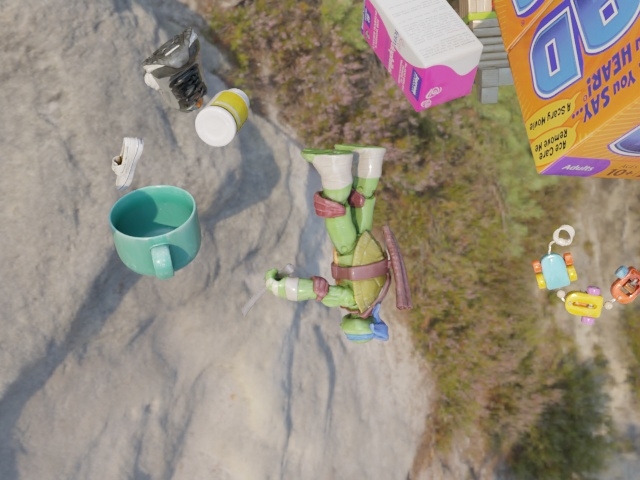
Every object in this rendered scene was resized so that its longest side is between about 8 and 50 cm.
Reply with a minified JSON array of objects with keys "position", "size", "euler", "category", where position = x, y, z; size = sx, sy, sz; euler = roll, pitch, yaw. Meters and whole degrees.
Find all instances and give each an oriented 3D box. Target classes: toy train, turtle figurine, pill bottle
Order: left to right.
[{"position":[-0.150,-0.200,1.038],"size":[0.116,0.065,0.065],"euler":[-72,142,-56],"category":"pill bottle"},{"position":[0.000,0.000,0.916],"size":[0.198,0.275,0.266],"euler":[-5,106,-23],"category":"turtle figurine"},{"position":[0.403,0.052,0.986],"size":[0.125,0.166,0.046],"euler":[-56,176,16],"category":"toy train"}]

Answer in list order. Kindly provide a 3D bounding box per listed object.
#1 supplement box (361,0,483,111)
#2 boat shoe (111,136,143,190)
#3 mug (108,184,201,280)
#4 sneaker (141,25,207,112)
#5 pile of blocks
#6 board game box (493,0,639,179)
[{"position":[0.167,-0.345,1.121],"size":[0.111,0.114,0.220],"euler":[90,-25,-58],"category":"supplement box"},{"position":[-0.303,-0.118,1.005],"size":[0.035,0.100,0.035],"euler":[6,44,-34],"category":"boat shoe"},{"position":[-0.250,0.000,0.987],"size":[0.157,0.130,0.097],"euler":[-67,162,-46],"category":"mug"},{"position":[-0.227,-0.273,1.085],"size":[0.100,0.271,0.108],"euler":[-39,101,-8],"category":"sneaker"},{"position":[0.441,-0.513,1.702],"size":[0.149,0.113,0.362],"euler":[88,-2,-76],"category":"pile of blocks"},{"position":[0.457,-0.304,0.746],"size":[0.356,0.356,0.356],"euler":[0,69,-19],"category":"board game box"}]
